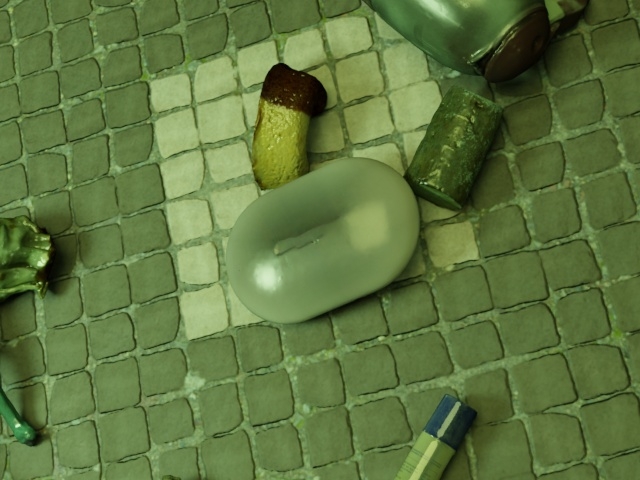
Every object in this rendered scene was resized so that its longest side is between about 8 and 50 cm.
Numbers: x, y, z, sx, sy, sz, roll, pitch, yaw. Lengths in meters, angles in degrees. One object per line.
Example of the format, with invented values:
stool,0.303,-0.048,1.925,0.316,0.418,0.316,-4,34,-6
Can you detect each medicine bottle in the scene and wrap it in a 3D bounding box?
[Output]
medicine bottle,0.147,0.336,1.694,0.059,0.059,0.231,29,82,23

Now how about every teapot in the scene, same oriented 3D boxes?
teapot,0.259,-0.402,1.854,0.315,0.233,0.312,-32,70,-27

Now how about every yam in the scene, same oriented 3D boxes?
yam,0.212,-0.152,1.821,0.107,0.107,0.194,22,78,22

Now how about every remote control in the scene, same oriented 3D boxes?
remote control,0.000,0.000,1.820,0.332,0.103,0.221,-23,70,16

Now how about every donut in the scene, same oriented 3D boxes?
donut,-0.051,-0.191,1.906,0.085,0.141,0.217,10,79,12

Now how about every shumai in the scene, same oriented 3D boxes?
shumai,-0.524,0.049,1.980,0.142,0.184,0.184,27,79,-7

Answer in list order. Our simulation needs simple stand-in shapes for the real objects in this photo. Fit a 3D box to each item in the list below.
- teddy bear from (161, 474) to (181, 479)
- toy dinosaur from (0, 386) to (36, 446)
teddy bear,-0.250,0.477,1.712,0.267,0.156,0.256,35,84,38
toy dinosaur,-0.635,0.187,1.979,0.129,0.331,0.383,-37,24,-28
